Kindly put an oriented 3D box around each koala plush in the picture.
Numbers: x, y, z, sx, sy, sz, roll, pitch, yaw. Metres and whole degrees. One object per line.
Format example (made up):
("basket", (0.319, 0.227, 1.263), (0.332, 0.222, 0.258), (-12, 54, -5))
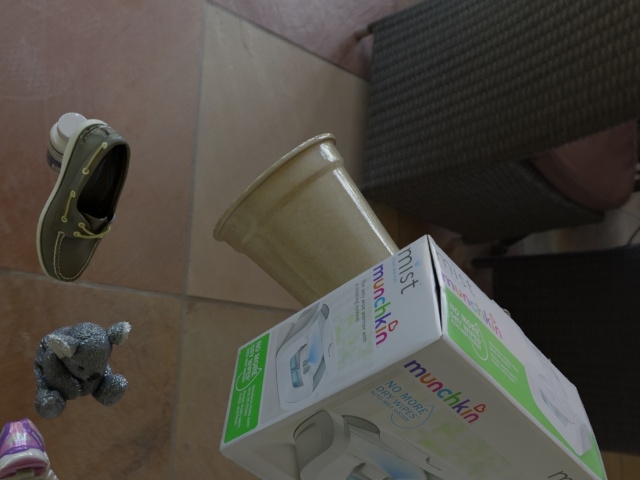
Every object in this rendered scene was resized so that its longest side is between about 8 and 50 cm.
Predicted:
("koala plush", (-0.521, 0.248, 1.409), (0.196, 0.221, 0.203), (-6, 63, -36))

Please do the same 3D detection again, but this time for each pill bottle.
("pill bottle", (-0.592, -0.228, 1.527), (0.094, 0.169, 0.094), (11, 63, -24))

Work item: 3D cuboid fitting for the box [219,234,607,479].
("box", (0.087, 0.159, 0.594), (0.262, 0.231, 0.127), (43, 29, -27))

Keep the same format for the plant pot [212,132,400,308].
("plant pot", (0.000, 0.000, 1.359), (0.305, 0.334, 0.334), (49, 47, 6))

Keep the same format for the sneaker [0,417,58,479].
("sneaker", (-0.515, 0.387, 1.129), (0.095, 0.236, 0.105), (-10, 54, -26))

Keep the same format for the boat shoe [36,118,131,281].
("boat shoe", (-0.416, -0.057, 1.144), (0.109, 0.091, 0.305), (3, 111, -54))
